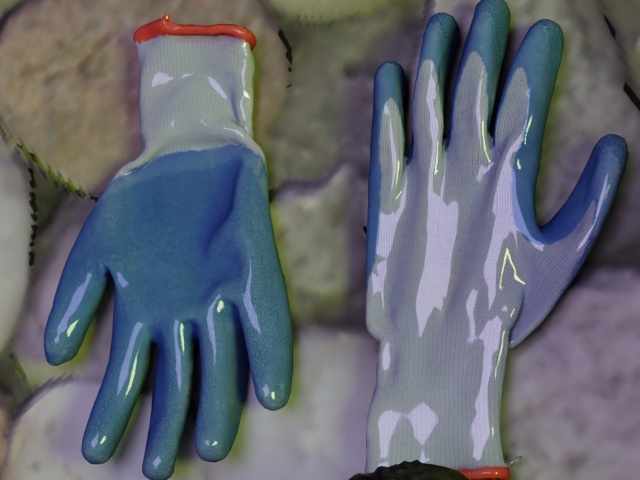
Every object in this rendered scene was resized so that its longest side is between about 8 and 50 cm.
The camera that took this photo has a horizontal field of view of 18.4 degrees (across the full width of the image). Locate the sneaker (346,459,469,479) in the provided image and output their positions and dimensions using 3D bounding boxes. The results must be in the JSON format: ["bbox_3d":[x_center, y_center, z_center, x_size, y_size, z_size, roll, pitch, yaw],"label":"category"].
[{"bbox_3d":[-0.052,0.250,0.557,0.182,0.158,0.410,34,92,-2],"label":"sneaker"}]

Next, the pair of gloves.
[{"bbox_3d":[0.000,0.000,0.630,0.198,0.023,0.159,0,77,27],"label":"pair of gloves"}]
